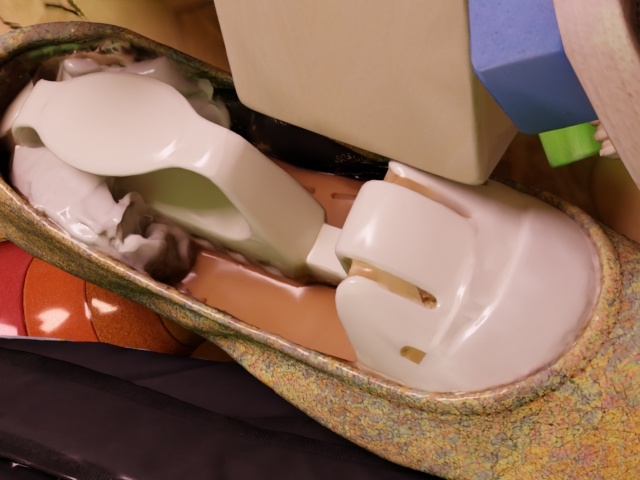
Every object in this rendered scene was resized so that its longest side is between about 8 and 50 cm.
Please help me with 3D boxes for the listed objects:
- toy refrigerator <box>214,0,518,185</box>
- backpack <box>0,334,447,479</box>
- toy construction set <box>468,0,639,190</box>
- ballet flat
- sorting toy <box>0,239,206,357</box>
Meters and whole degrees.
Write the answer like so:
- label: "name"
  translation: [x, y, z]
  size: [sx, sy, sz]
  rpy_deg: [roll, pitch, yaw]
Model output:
- label: "toy refrigerator"
  translation: [0.018, -0.148, 0.495]
  size: [0.102, 0.094, 0.269]
  rpy_deg: [20, 148, 24]
- label: "backpack"
  translation: [-0.085, 0.172, 0.664]
  size: [0.355, 0.290, 0.273]
  rpy_deg: [20, 136, 2]
- label: "toy construction set"
  translation: [0.203, 0.002, 0.369]
  size: [0.308, 0.257, 0.237]
  rpy_deg: [-18, 93, 17]
- label: "ballet flat"
  translation: [0.000, 0.000, 0.624]
  size: [0.348, 0.123, 0.123]
  rpy_deg: [22, 132, 24]
- label: "sorting toy"
  translation: [-0.146, -0.069, 0.766]
  size: [0.126, 0.127, 0.366]
  rpy_deg: [-21, 107, 24]
